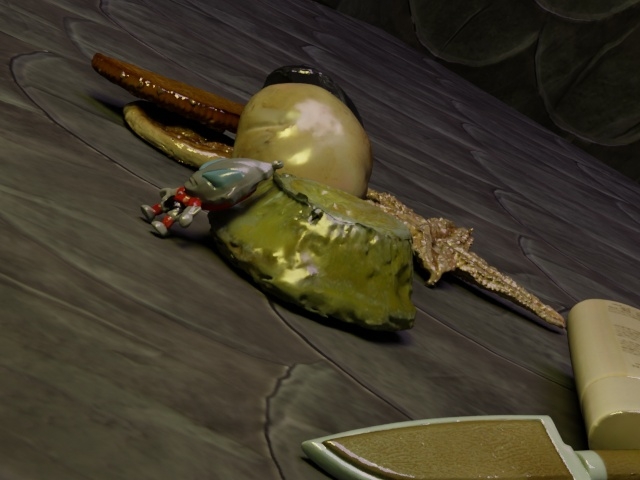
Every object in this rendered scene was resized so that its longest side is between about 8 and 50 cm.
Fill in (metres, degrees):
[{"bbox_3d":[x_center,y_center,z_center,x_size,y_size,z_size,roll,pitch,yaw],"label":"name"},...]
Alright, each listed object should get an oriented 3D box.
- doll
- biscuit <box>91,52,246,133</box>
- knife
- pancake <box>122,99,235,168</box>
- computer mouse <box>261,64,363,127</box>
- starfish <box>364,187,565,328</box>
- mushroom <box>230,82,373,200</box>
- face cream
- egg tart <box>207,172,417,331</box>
[{"bbox_3d":[-0.082,-0.041,1.135,0.039,0.114,0.057,64,-9,-2],"label":"doll"},{"bbox_3d":[-0.123,-0.133,1.459,0.206,0.025,0.126,16,11,-38],"label":"biscuit"},{"bbox_3d":[0.141,0.137,0.918,0.343,0.027,0.061,4,42,-31],"label":"knife"},{"bbox_3d":[-0.118,-0.098,1.433,0.158,0.028,0.158,23,12,-5],"label":"pancake"},{"bbox_3d":[-0.006,-0.190,1.958,0.106,0.062,0.192,18,14,-35],"label":"computer mouse"},{"bbox_3d":[0.120,0.000,1.499,0.295,0.048,0.231,26,13,-11],"label":"starfish"},{"bbox_3d":[-0.017,-0.074,1.346,0.148,0.112,0.148,12,58,-19],"label":"mushroom"},{"bbox_3d":[0.274,0.142,1.163,0.173,0.081,0.348,37,13,-1],"label":"face cream"},{"bbox_3d":[0.000,0.000,1.185,0.197,0.078,0.197,25,11,-5],"label":"egg tart"}]
